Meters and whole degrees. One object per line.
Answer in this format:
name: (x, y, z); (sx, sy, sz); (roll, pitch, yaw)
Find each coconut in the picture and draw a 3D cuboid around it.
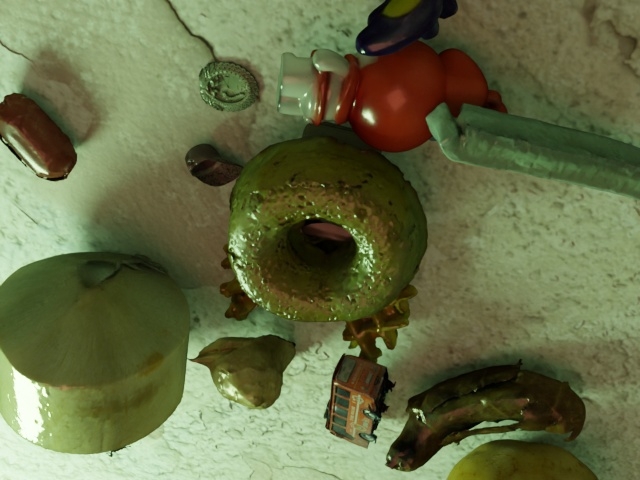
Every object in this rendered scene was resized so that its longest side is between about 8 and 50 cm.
coconut: (-0.349, 0.156, 1.440); (0.322, 0.323, 0.323); (7, 128, 10)

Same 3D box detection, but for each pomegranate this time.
pomegranate: (0.308, 0.457, 1.485); (0.307, 0.307, 0.307); (7, 128, 10)

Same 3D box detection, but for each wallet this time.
wallet: (0.016, -0.078, 1.284); (0.118, 0.039, 0.153); (16, 104, 8)

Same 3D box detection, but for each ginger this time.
ginger: (-0.091, 0.205, 1.468); (0.115, 0.193, 0.123); (-40, 64, 24)
ginger: (0.243, 0.262, 1.462); (0.309, 0.107, 0.133); (-15, 88, 23)

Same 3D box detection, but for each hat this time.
hat: (-0.152, -0.110, 1.342); (0.087, 0.042, 0.058); (8, 147, -35)

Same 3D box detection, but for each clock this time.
clock: (-0.123, -0.204, 1.275); (0.083, 0.010, 0.074); (4, 127, 12)

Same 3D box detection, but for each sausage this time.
sausage: (-0.405, -0.145, 1.358); (0.076, 0.076, 0.141); (-28, 114, 31)

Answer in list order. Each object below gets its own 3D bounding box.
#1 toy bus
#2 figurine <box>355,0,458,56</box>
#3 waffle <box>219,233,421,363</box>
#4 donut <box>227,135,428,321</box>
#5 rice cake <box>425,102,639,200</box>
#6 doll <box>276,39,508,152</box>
toy bus: (0.059, 0.255, 1.495); (0.096, 0.074, 0.235); (22, 151, 9)
figurine: (0.049, -0.397, 0.992); (0.193, 0.154, 0.421); (-22, 120, 23)
waffle: (0.000, 0.045, 1.398); (0.292, 0.069, 0.260); (19, 125, 2)
donut: (0.000, 0.000, 1.226); (0.272, 0.107, 0.272); (7, 124, 11)
rice cake: (0.281, -0.102, 1.139); (0.336, 0.066, 0.063); (12, 123, -21)
doll: (0.093, -0.175, 1.160); (0.290, 0.130, 0.161); (5, 151, -6)
